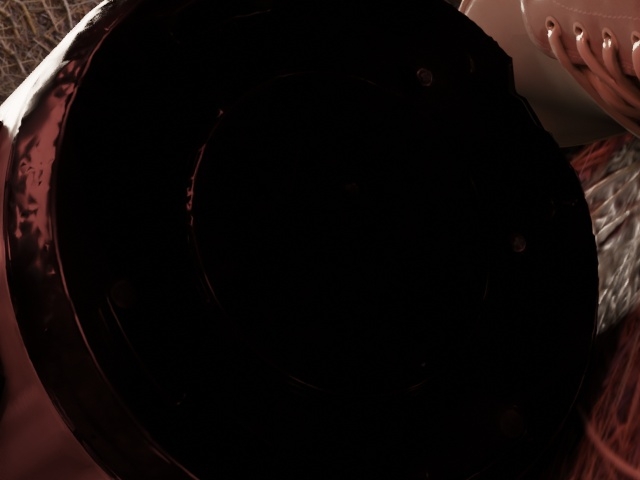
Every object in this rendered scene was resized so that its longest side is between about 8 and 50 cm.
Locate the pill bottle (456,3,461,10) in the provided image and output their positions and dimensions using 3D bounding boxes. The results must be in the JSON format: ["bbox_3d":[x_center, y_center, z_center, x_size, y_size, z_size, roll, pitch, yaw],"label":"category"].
[{"bbox_3d":[0.143,-0.127,1.361,0.219,0.123,0.123,-44,18,51],"label":"pill bottle"}]

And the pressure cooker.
[{"bbox_3d":[-0.077,0.055,1.182,0.370,0.375,0.420,-43,6,-30],"label":"pressure cooker"}]

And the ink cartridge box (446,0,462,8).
[{"bbox_3d":[0.148,-0.258,1.765,0.092,0.090,0.143,-58,11,2],"label":"ink cartridge box"}]

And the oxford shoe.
[{"bbox_3d":[0.192,-0.123,1.058,0.449,0.169,0.130,-23,38,62],"label":"oxford shoe"}]
